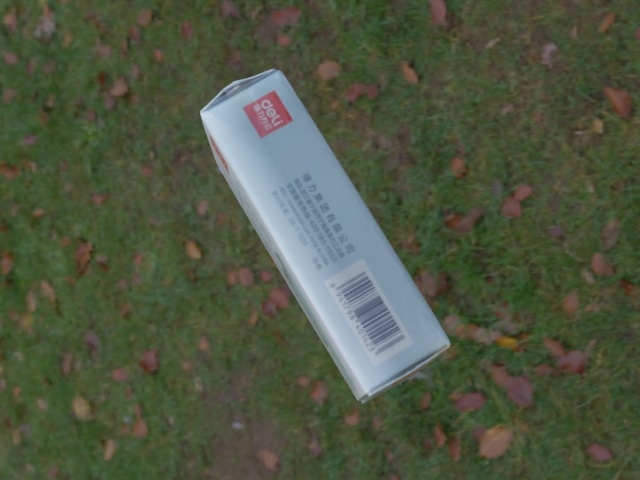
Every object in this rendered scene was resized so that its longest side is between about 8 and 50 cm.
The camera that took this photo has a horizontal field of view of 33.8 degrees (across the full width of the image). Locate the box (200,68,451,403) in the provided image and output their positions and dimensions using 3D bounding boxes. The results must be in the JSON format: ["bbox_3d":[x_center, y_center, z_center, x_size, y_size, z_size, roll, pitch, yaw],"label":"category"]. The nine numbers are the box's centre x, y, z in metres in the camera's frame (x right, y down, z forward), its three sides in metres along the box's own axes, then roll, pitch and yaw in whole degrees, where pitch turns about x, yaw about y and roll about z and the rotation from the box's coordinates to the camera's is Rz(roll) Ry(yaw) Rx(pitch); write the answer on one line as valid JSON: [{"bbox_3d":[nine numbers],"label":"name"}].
[{"bbox_3d":[0.000,0.000,0.867,0.269,0.079,0.135,59,173,9],"label":"box"}]
